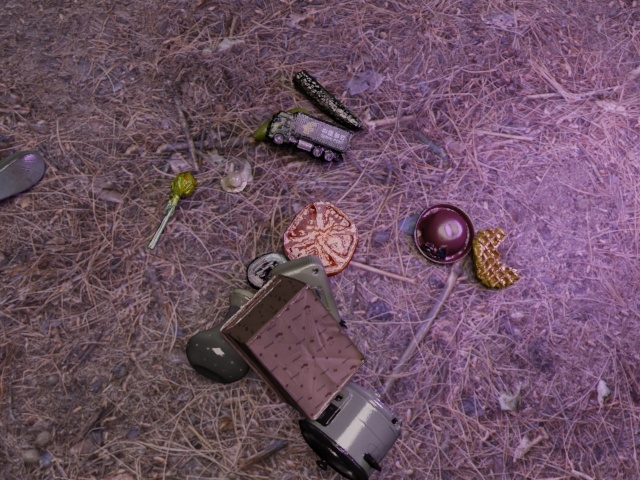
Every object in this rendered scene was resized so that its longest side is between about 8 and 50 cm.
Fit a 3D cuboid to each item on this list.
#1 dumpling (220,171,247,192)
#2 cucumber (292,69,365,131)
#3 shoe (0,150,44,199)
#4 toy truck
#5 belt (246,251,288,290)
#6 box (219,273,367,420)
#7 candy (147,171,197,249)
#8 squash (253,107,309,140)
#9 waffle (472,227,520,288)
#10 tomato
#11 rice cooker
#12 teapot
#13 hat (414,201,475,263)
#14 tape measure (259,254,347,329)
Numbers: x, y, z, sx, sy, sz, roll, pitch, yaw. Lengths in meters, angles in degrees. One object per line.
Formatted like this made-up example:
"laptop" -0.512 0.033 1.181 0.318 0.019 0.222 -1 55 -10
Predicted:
"dumpling" -0.271 -0.184 1.897 0.052 0.057 0.076 18 39 37
"cucumber" 0.029 -0.454 2.001 0.293 0.067 0.067 43 73 6
"shoe" -0.951 -0.185 1.798 0.100 0.103 0.251 17 47 44
"toy truck" -0.040 -0.332 1.908 0.259 0.088 0.121 17 93 -16
"belt" -0.157 0.094 1.808 0.140 0.058 0.105 -30 81 -15
"box" -0.067 0.276 1.576 0.225 0.190 0.297 -44 115 -18
"candy" -0.461 -0.093 1.837 0.073 0.077 0.262 25 80 5
"squash" -0.128 -0.376 1.961 0.201 0.066 0.066 -25 77 -7
"waffle" 0.547 0.056 1.893 0.148 0.051 0.194 -4 82 -19
"tomato" 0.000 0.000 1.838 0.236 0.095 0.237 1 77 -2
"rice cooker" 0.072 0.513 1.607 0.227 0.241 0.280 -47 38 -20
"teapot" -0.255 0.264 1.692 0.183 0.183 0.251 25 61 2
"hat" 0.395 -0.029 1.893 0.205 0.089 0.206 2 73 -5
"tape measure" -0.055 0.179 1.729 0.207 0.115 0.235 -19 108 -2
